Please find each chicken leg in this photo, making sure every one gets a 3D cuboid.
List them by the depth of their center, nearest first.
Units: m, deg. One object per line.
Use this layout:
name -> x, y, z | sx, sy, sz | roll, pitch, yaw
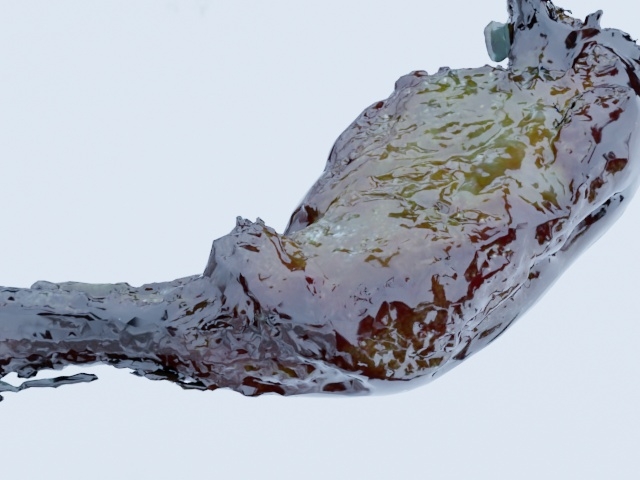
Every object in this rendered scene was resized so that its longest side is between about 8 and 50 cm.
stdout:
chicken leg -> 0.000, 0.000, 0.540 | 0.253, 0.051, 0.106 | -24, -130, -16
